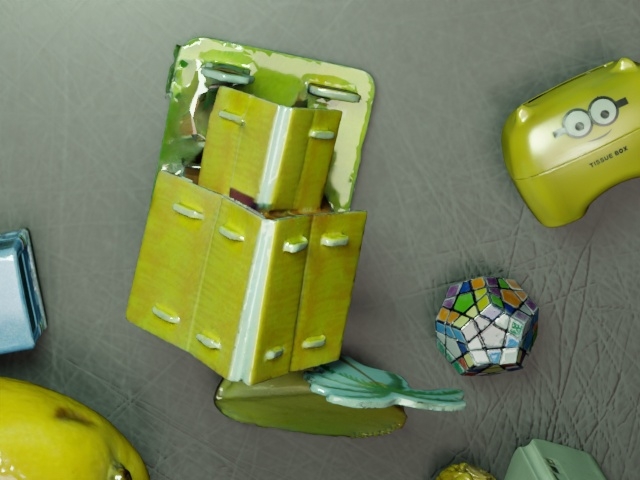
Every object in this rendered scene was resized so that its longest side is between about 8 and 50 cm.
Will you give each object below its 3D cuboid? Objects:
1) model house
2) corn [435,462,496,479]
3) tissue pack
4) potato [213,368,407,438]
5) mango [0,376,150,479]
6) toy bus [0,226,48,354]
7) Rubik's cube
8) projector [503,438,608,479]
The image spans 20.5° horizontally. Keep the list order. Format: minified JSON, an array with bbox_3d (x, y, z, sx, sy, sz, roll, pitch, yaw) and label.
[{"bbox_3d":[0.000,0.000,1.660,0.340,0.323,0.300,11,102,-6],"label":"model house"},{"bbox_3d":[0.127,0.342,1.868,0.080,0.080,0.231,16,105,-7],"label":"corn"},{"bbox_3d":[0.267,-0.104,1.755,0.178,0.123,0.127,-25,102,2],"label":"tissue pack"},{"bbox_3d":[-0.009,0.157,1.817,0.198,0.119,0.054,2,62,0],"label":"potato"},{"bbox_3d":[-0.388,0.260,1.733,0.445,0.220,0.301,2,137,0],"label":"mango"},{"bbox_3d":[-0.397,0.066,1.747,0.234,0.133,0.116,-10,103,-2],"label":"toy bus"},{"bbox_3d":[0.170,0.087,1.806,0.111,0.093,0.111,0,99,-3],"label":"Rubik's cube"},{"bbox_3d":[0.229,0.353,1.811,0.108,0.198,0.250,17,100,-6],"label":"projector"}]
